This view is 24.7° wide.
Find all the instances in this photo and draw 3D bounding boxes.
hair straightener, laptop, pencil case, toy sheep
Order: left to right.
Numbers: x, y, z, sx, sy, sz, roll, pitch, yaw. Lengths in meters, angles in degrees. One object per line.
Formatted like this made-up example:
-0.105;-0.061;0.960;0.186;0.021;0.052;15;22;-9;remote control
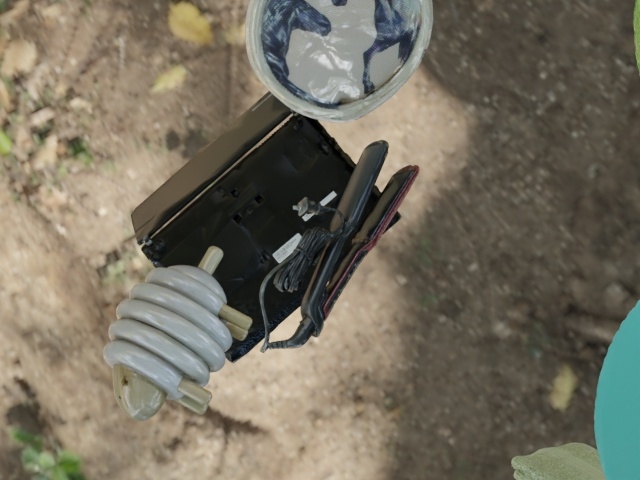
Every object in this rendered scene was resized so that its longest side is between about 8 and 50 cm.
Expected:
-0.099;0.063;0.995;0.091;0.091;0.132;50;59;-43;toy sheep
-0.069;-0.028;1.592;0.234;0.264;0.136;-41;161;2;laptop
-0.004;-0.256;1.352;0.159;0.410;0.184;-25;116;6;pencil case
0.000;0.000;1.329;0.089;0.047;0.230;39;74;-22;hair straightener

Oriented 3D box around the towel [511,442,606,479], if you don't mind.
0.293;0.265;1.615;0.110;0.148;0.027;-12;114;-32;towel

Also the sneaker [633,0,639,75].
0.408;-0.124;1.339;0.202;0.185;0.483;-17;155;12;sneaker

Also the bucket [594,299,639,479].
0.381;0.150;1.228;0.183;0.281;0.281;17;115;-35;bucket
